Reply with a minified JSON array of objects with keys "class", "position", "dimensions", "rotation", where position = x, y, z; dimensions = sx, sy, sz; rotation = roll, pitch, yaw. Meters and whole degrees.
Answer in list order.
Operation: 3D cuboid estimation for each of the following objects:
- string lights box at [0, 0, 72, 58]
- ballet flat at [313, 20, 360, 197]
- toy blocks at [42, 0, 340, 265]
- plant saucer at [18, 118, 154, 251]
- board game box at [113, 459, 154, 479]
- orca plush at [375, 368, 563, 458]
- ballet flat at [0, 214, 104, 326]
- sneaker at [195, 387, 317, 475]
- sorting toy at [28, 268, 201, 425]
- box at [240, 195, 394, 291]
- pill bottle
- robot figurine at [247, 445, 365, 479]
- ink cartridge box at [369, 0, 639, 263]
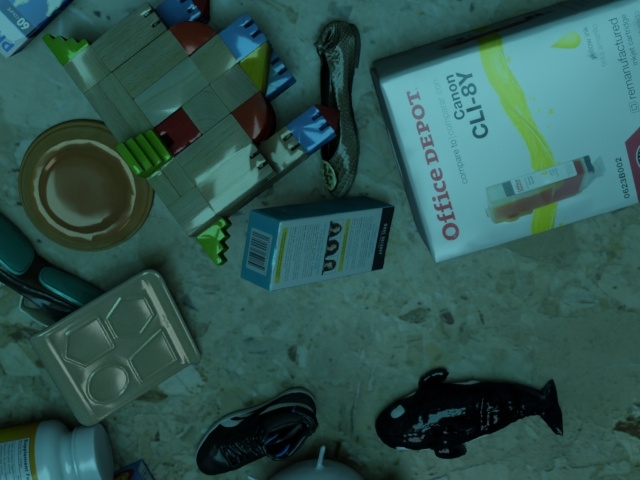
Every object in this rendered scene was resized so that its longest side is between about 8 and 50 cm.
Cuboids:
[{"class":"string lights box","position":[-0.375,-0.385,1.496],"dimensions":[0.260,0.076,0.133],"rotation":[-41,104,11]},{"class":"ballet flat","position":[0.017,-0.183,1.554],"dimensions":[0.058,0.084,0.249],"rotation":[-5,105,-30]},{"class":"toy blocks","position":[-0.152,-0.196,1.498],"dimensions":[0.261,0.191,0.381],"rotation":[-37,86,3]},{"class":"plant saucer","position":[-0.344,-0.076,1.609],"dimensions":[0.200,0.037,0.199],"rotation":[0,106,-1]},{"class":"board game box","position":[-0.399,0.485,1.633],"dimensions":[0.302,0.308,0.086],"rotation":[-26,103,6]},{"class":"orca plush","position":[0.232,0.287,1.687],"dimensions":[0.287,0.102,0.151],"rotation":[5,106,-2]},{"class":"ballet flat","position":[-0.438,0.059,1.622],"dimensions":[0.280,0.095,0.096],"rotation":[40,114,-11]},{"class":"sneaker","position":[-0.105,0.308,1.680],"dimensions":[0.217,0.121,0.079],"rotation":[-33,103,8]},{"class":"sorting toy","position":[-0.301,0.157,1.631],"dimensions":[0.208,0.038,0.193],"rotation":[-29,126,-12]},{"class":"box","position":[0.000,0.000,1.541],"dimensions":[0.060,0.244,0.100],"rotation":[22,110,37]},{"class":"pill bottle","position":[-0.449,0.350,1.681],"dimensions":[0.246,0.136,0.136],"rotation":[-11,106,3]},{"class":"robot figurine","position":[0.013,0.485,1.692],"dimensions":[0.300,0.200,0.353],"rotation":[-25,106,-10]},{"class":"ink cartridge box","position":[0.291,-0.162,1.526],"dimensions":[0.385,0.160,0.279],"rotation":[-17,106,4]}]
